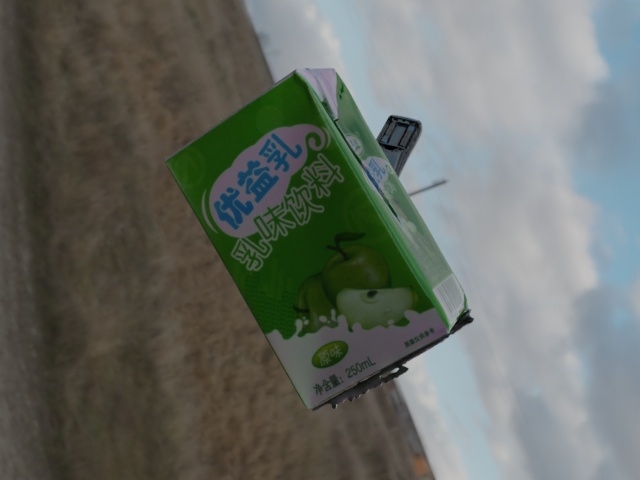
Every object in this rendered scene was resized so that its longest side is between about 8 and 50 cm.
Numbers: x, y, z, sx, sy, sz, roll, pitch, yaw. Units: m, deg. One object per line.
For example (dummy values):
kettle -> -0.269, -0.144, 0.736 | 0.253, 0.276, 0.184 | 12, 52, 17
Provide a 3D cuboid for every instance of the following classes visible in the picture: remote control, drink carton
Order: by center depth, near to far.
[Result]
drink carton -> 0.000, 0.000, 1.001 | 0.271, 0.161, 0.108 | 60, 21, 3
remote control -> 0.086, -0.102, 1.576 | 0.028, 0.059, 0.212 | 91, 21, -48
